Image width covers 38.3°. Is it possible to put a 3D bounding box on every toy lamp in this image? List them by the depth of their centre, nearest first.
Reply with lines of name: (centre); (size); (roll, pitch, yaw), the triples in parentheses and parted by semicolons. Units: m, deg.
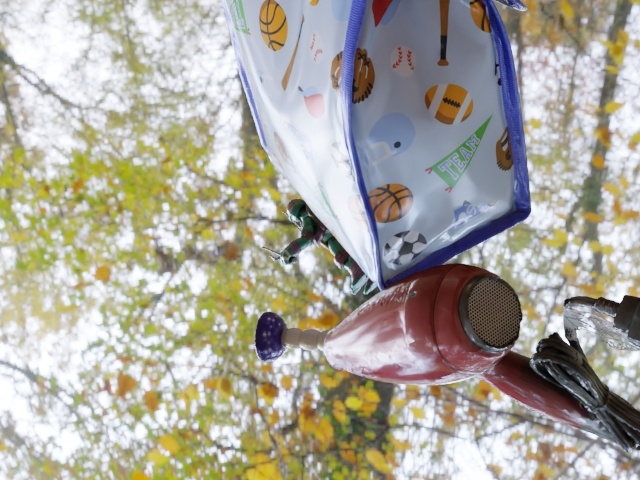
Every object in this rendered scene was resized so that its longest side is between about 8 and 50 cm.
toy lamp: (0.051, 0.136, 1.206); (0.274, 0.080, 0.080); (0, -142, 22)

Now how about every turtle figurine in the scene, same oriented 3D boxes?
turtle figurine: (0.000, 0.000, 1.602); (0.234, 0.118, 0.175); (38, -151, 20)

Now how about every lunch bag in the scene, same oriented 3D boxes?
lunch bag: (0.046, -0.202, 0.972); (0.238, 0.386, 0.328); (-30, -139, -12)

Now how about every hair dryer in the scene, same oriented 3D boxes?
hair dryer: (0.128, 0.100, 0.657); (0.293, 0.224, 0.080); (12, -123, 27)
